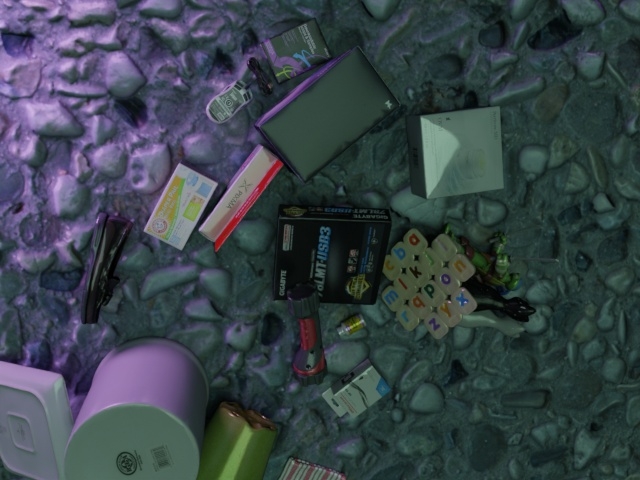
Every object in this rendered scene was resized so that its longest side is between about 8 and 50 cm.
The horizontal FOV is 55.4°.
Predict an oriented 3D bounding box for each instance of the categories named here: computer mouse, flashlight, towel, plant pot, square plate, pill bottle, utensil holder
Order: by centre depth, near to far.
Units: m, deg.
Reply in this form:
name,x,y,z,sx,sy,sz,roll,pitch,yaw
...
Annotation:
name,x,y,z,sx,sy,sz,roll,pitch,yaw
utensil holder,-0.456,0.466,1.559,0.327,0.385,0.328,-2,102,-8
square plate,-0.758,0.492,1.586,0.343,0.049,0.348,1,104,31
computer mouse,-0.220,-0.382,1.598,0.193,0.042,0.106,-39,109,-5
flashlight,-0.042,0.263,1.682,0.103,0.103,0.304,-6,123,2
plant pot,-0.251,0.602,1.703,0.275,0.276,0.254,26,85,-13
pill bottle,0.089,0.248,1.773,0.083,0.043,0.043,-29,104,-2
towel,-0.035,0.754,1.867,0.196,0.029,0.144,22,97,-12

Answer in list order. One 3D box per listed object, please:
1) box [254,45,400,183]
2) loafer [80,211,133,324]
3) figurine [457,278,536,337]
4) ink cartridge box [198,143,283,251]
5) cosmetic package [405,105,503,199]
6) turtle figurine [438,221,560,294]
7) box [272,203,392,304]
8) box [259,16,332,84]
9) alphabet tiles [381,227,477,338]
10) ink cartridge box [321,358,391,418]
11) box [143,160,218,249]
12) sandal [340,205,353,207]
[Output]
name,x,y,z,sx,sy,sz,roll,pitch,yaw
box,0.003,-0.311,1.516,0.296,0.294,0.183,-39,105,0
loafer,-0.564,0.081,1.608,0.095,0.109,0.303,10,97,-15
figurine,0.483,0.203,1.720,0.209,0.215,0.092,17,65,15
ink cartridge box,-0.208,-0.116,1.551,0.060,0.239,0.275,37,94,-14
cosmetic package,0.367,-0.243,1.668,0.224,0.138,0.224,-9,103,-8
turtle figurine,0.481,0.014,1.709,0.266,0.198,0.275,24,141,-4
box,0.023,0.043,1.638,0.293,0.073,0.296,2,127,-7
box,-0.063,-0.498,1.603,0.162,0.029,0.116,-27,104,-4
alphabet tiles,0.294,0.119,1.690,0.278,0.021,0.284,52,124,18
ink cartridge box,0.105,0.450,1.809,0.180,0.060,0.104,-38,105,0
box,-0.364,-0.093,1.601,0.114,0.103,0.203,27,96,-13
sandal,0.005,0.009,1.694,0.265,0.076,0.102,-35,105,-1
